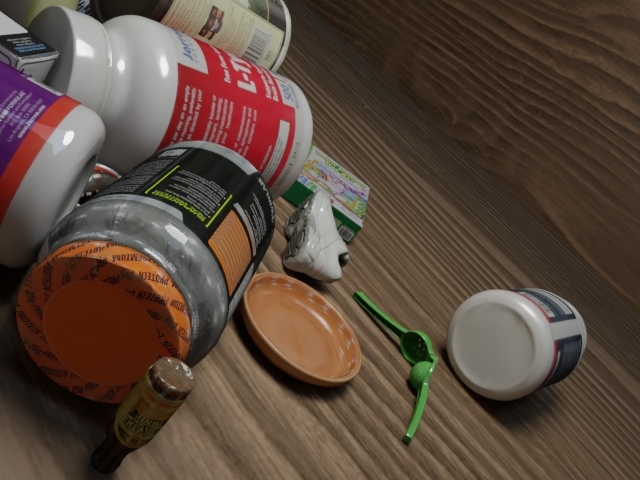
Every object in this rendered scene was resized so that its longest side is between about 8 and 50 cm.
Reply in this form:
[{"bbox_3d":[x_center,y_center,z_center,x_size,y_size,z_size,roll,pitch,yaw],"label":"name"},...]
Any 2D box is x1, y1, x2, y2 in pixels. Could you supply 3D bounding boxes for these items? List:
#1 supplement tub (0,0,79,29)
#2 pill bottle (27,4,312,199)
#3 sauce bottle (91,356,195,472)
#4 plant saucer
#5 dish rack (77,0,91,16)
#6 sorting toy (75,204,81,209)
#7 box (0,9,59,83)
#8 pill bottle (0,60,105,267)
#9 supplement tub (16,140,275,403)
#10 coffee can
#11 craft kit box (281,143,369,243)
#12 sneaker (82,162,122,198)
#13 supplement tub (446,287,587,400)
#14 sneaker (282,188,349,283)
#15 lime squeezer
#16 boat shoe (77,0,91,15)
[{"bbox_3d":[-0.403,-0.418,0.805,0.235,0.325,0.235,17,53,-24],"label":"supplement tub"},{"bbox_3d":[-0.221,-0.191,0.954,0.407,0.229,0.229,9,38,-50],"label":"pill bottle"},{"bbox_3d":[-0.156,0.155,0.553,0.042,0.128,0.042,31,25,-16],"label":"sauce bottle"},{"bbox_3d":[-0.031,0.128,0.900,0.200,0.037,0.200,32,25,-17],"label":"plant saucer"},{"bbox_3d":[-0.370,-0.343,1.069,0.271,0.074,0.208,42,40,-39],"label":"dish rack"},{"bbox_3d":[-0.291,-0.007,0.762,0.083,0.045,0.075,11,43,-46],"label":"sorting toy"},{"bbox_3d":[-0.476,-0.231,0.737,0.290,0.169,0.087,35,21,-5],"label":"box"},{"bbox_3d":[-0.391,-0.116,0.617,0.323,0.181,0.181,27,25,-14],"label":"pill bottle"},{"bbox_3d":[-0.171,0.019,0.695,0.193,0.193,0.316,36,23,-6],"label":"supplement tub"},{"bbox_3d":[-0.211,-0.383,1.079,0.275,0.201,0.201,14,34,-54],"label":"coffee can"},{"bbox_3d":[-0.012,-0.127,1.369,0.250,0.061,0.246,36,21,-9],"label":"craft kit box"},{"bbox_3d":[-0.324,-0.069,0.827,0.158,0.061,0.065,19,57,-36],"label":"sneaker"},{"bbox_3d":[0.373,0.185,1.192,0.272,0.191,0.191,5,40,-52],"label":"supplement tub"},{"bbox_3d":[0.000,0.000,1.135,0.115,0.090,0.232,38,31,-20],"label":"sneaker"},{"bbox_3d":[0.141,0.189,1.018,0.110,0.059,0.310,26,27,-28],"label":"lime squeezer"},{"bbox_3d":[-0.425,-0.394,1.184,0.094,0.109,0.302,48,35,-23],"label":"boat shoe"}]
